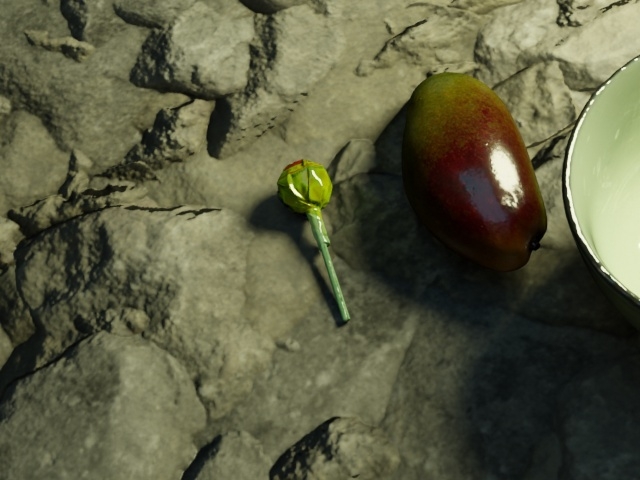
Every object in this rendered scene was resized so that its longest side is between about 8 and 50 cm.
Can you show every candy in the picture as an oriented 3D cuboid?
[{"bbox_3d":[0.000,0.000,1.577,0.058,0.062,0.194,4,58,-38],"label":"candy"}]

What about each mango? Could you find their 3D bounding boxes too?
[{"bbox_3d":[0.150,-0.079,1.552,0.133,0.111,0.267,-25,52,10],"label":"mango"}]

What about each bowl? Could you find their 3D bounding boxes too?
[{"bbox_3d":[0.411,-0.015,1.409,0.354,0.185,0.354,-5,59,9],"label":"bowl"}]
